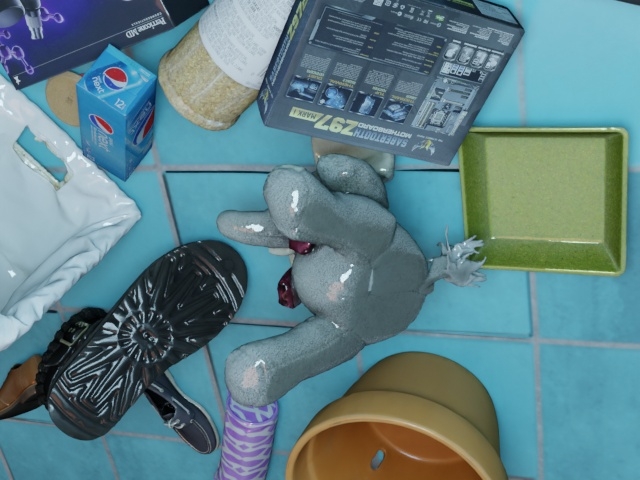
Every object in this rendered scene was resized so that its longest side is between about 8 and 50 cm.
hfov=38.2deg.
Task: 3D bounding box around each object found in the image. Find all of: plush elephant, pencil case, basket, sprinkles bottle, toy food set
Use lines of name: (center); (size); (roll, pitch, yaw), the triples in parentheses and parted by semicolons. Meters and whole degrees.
plush elephant: (0.000, 0.000, 1.100); (0.255, 0.330, 0.272); (35, 125, 48)
pencil case: (-0.119, 0.322, 1.443); (0.088, 0.086, 0.206); (38, 130, 31)
basket: (-0.492, -0.006, 1.240); (0.328, 0.331, 0.266); (44, 127, -7)
sprinkles bottle: (-0.038, -0.266, 1.024); (0.121, 0.121, 0.355); (46, 125, -9)
toy food set: (-0.335, -0.193, 1.251); (0.083, 0.020, 0.083); (24, 125, 7)

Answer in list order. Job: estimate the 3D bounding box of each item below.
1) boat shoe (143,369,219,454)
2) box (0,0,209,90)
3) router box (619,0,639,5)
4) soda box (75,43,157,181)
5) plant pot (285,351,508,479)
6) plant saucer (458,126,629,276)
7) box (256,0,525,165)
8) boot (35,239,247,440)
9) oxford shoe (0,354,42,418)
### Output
boat shoe: (-0.241, 0.273, 1.469); (0.075, 0.065, 0.206); (-26, 108, 32)
box: (-0.295, -0.313, 1.115); (0.261, 0.103, 0.184); (-14, 116, 28)
router box: (0.405, -0.320, 0.837); (0.308, 0.081, 0.243); (17, 125, 12)
soda box: (-0.254, -0.153, 1.154); (0.071, 0.067, 0.210); (33, 159, 0)
plant pot: (0.122, 0.287, 1.246); (0.290, 0.203, 0.291); (11, 124, 16)
plant saucer: (0.262, -0.053, 1.080); (0.188, 0.045, 0.188); (3, 120, 21)
box: (0.071, -0.184, 0.975); (0.232, 0.059, 0.183); (9, 127, -22)
boot: (-0.273, 0.129, 1.343); (0.131, 0.348, 0.260); (51, 166, -11)
oxford shoe: (-0.515, 0.255, 1.580); (0.212, 0.076, 0.076); (-35, 72, 37)
